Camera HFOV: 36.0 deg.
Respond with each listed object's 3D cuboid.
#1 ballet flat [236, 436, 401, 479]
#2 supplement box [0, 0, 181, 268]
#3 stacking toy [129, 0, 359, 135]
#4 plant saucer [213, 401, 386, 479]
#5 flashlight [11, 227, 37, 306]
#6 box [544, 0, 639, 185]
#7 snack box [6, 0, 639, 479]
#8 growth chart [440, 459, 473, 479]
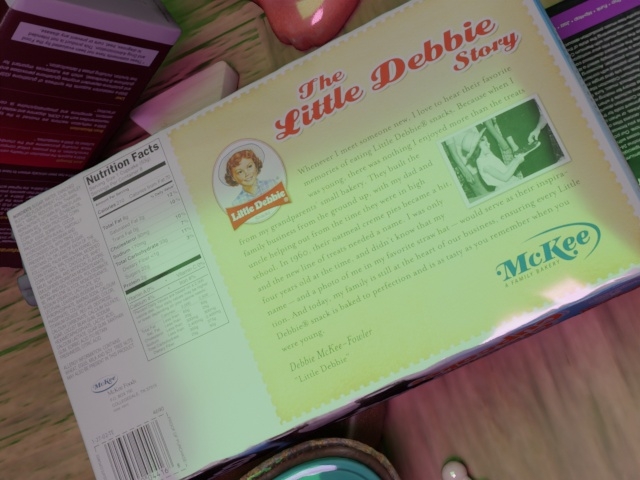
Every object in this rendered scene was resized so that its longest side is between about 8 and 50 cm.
[{"bbox_3d":[-0.064,0.263,0.572,0.123,0.123,0.348,26,88,25],"label":"ballet flat"},{"bbox_3d":[-0.215,-0.083,0.670,0.239,0.130,0.073,-50,61,26],"label":"supplement box"},{"bbox_3d":[-0.134,-0.218,0.710,0.309,0.130,0.279,26,87,26],"label":"stacking toy"},{"bbox_3d":[-0.044,0.097,0.610,0.169,0.029,0.168,3,105,12],"label":"plant saucer"},{"bbox_3d":[-0.049,-0.019,0.641,0.304,0.103,0.103,-16,74,19],"label":"flashlight"},{"bbox_3d":[0.168,-0.072,0.607,0.116,0.029,0.162,-23,68,16],"label":"box"},{"bbox_3d":[0.000,0.000,0.542,0.322,0.060,0.187,-26,74,10],"label":"snack box"},{"bbox_3d":[0.070,0.264,0.566,0.172,0.021,0.237,32,88,25],"label":"growth chart"}]
